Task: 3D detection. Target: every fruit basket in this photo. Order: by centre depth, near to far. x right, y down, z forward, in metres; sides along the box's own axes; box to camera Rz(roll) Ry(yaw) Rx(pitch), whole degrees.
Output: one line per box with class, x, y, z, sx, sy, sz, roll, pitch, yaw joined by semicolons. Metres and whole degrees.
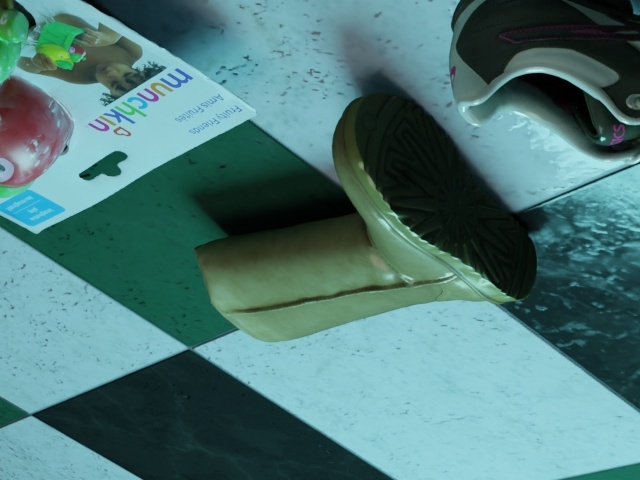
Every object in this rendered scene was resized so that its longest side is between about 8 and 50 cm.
fruit basket;-0.279;-0.111;0.961;0.353;0.165;0.327;35;144;-29

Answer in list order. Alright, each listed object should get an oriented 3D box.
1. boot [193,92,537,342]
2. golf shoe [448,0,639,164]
boot;0.000;0.000;1.052;0.269;0.089;0.236;-11;137;40
golf shoe;0.207;-0.087;0.791;0.272;0.120;0.105;13;145;7
